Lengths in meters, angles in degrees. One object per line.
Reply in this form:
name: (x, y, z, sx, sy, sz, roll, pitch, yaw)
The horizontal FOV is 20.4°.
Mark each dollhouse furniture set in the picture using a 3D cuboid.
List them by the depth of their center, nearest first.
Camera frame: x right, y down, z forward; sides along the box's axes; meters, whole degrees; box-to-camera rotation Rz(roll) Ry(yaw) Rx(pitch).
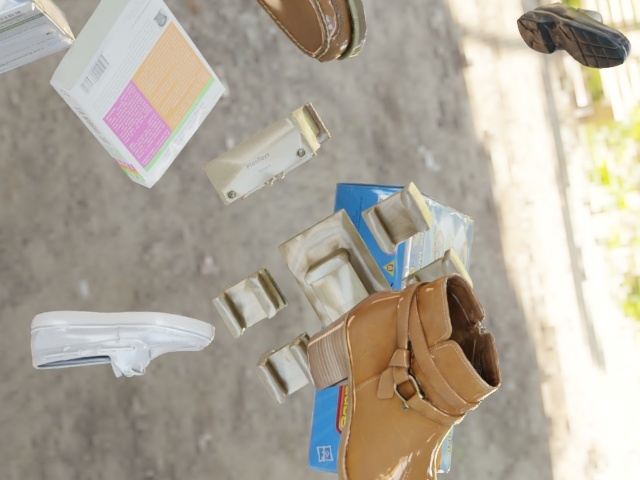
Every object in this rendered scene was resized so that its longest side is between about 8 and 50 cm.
dollhouse furniture set: (0.000, 0.000, 1.722, 0.242, 0.212, 0.161, 59, 8, -4)

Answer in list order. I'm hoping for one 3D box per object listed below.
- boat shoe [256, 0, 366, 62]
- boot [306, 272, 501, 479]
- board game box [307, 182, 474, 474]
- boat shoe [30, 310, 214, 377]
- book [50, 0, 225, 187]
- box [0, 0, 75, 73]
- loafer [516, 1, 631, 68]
boat shoe: (-0.075, -0.283, 1.638, 0.104, 0.110, 0.307, -23, 72, -33)
boot: (0.077, 0.128, 1.285, 0.073, 0.152, 0.197, -22, 86, -47)
board game box: (0.085, 0.106, 1.987, 0.302, 0.086, 0.308, 20, 75, -72)
boat shoe: (-0.199, 0.106, 1.777, 0.066, 0.184, 0.063, 102, -10, -74)
book: (-0.128, -0.110, 1.253, 0.096, 0.035, 0.144, -59, 152, -15)
box: (-0.311, -0.185, 1.613, 0.186, 0.145, 0.038, 50, 19, -82)
loafer: (0.293, -0.238, 1.996, 0.061, 0.170, 0.062, -38, 126, -17)
